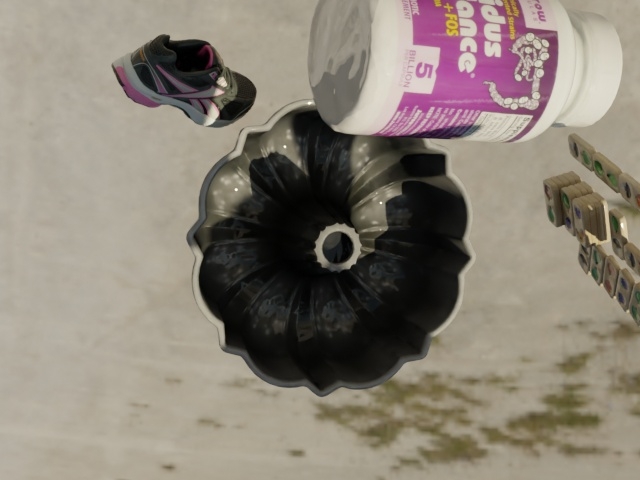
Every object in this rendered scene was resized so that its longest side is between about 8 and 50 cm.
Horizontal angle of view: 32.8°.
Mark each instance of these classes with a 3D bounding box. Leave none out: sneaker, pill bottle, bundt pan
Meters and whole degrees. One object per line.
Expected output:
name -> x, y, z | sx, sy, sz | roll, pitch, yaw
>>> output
sneaker -> -0.123, -0.168, 1.126 | 0.077, 0.072, 0.178 | -32, 161, 33
pill bottle -> 0.153, -0.187, 1.121 | 0.301, 0.169, 0.169 | 0, 163, -24
bundt pan -> 0.000, 0.000, 1.228 | 0.330, 0.331, 0.124 | 11, -176, -20

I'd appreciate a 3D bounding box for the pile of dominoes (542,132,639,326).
pile of dominoes -> 0.322, 0.009, 1.208 | 0.040, 0.251, 0.196 | -18, 121, -7
